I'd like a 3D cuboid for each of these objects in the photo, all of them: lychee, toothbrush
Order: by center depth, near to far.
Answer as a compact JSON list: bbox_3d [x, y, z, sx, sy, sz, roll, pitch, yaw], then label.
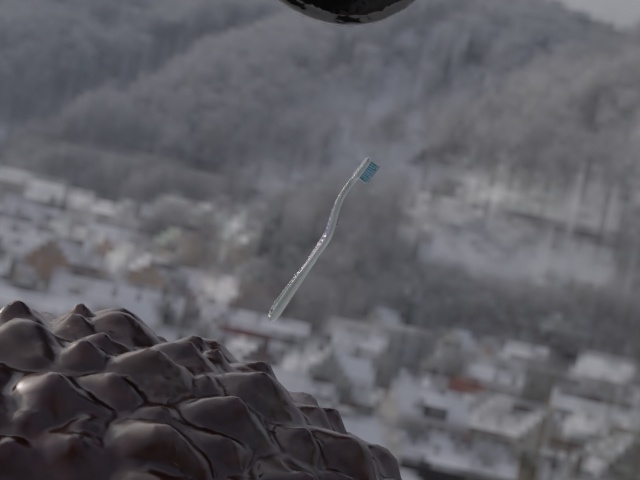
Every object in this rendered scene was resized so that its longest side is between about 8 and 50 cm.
[{"bbox_3d":[-0.075,0.152,0.600,0.300,0.264,0.264,35,-2,0],"label":"lychee"},{"bbox_3d":[0.000,0.000,1.343,0.013,0.131,0.011,31,9,-13],"label":"toothbrush"}]

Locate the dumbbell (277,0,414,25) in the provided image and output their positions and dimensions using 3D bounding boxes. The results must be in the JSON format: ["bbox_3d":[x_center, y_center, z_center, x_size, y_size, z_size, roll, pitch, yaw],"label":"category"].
[{"bbox_3d":[0.023,-0.135,0.738,0.099,0.099,0.208,12,-8,-23],"label":"dumbbell"}]
